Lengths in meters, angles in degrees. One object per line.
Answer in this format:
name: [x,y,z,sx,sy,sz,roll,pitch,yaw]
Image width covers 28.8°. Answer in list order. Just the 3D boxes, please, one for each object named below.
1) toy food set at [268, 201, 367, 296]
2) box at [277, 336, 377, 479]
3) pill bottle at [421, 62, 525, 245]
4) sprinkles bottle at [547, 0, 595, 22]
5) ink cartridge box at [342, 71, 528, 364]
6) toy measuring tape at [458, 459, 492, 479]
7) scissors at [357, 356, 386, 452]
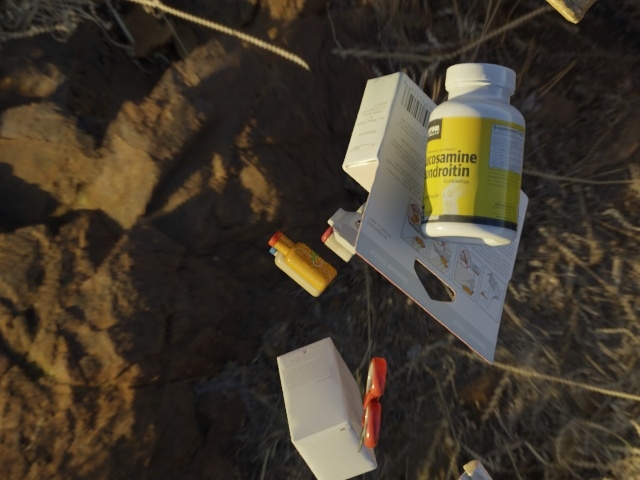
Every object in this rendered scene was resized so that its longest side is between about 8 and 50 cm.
toy food set: [0.000,0.000,1.869,0.104,0.232,0.111,40,130,2]
box: [0.009,0.258,1.875,0.091,0.170,0.130,-21,132,8]
pill bottle: [0.164,-0.090,1.326,0.103,0.103,0.184,5,84,3]
sprinkles bottle: [0.424,-0.460,1.668,0.121,0.121,0.355,44,105,2]
ink cartridge box: [0.128,-0.020,1.437,0.060,0.275,0.239,-10,53,42]
toy measuring tape: [0.139,0.389,1.407,0.121,0.121,0.330,37,59,2]
scissors: [0.064,0.215,1.585,0.021,0.297,0.109,4,78,1]
